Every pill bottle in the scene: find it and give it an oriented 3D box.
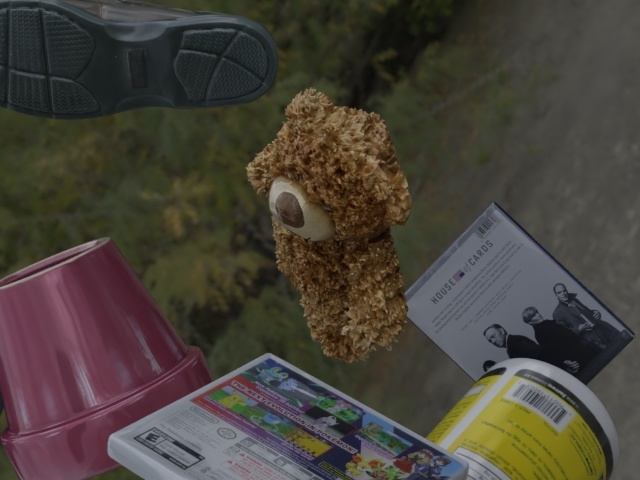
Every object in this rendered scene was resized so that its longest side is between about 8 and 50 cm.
[{"bbox_3d":[0.170,0.294,1.661,0.334,0.188,0.188,-41,-7,-36],"label":"pill bottle"}]

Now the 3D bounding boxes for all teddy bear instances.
[{"bbox_3d":[0.000,0.000,1.455,0.338,0.113,0.245,131,124,-76],"label":"teddy bear"}]

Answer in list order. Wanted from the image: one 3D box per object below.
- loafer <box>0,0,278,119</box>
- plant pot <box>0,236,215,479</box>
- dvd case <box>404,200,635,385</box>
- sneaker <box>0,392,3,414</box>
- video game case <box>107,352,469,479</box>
[{"bbox_3d":[-0.167,-0.149,1.205,0.084,0.267,0.096,-95,9,-68],"label":"loafer"},{"bbox_3d":[-0.214,0.103,1.385,0.201,0.180,0.201,-22,7,3],"label":"plant pot"},{"bbox_3d":[0.237,0.096,1.865,0.179,0.238,0.029,-47,-2,12],"label":"dvd case"},{"bbox_3d":[-0.433,0.233,1.604,0.130,0.322,0.236,-6,80,34],"label":"sneaker"},{"bbox_3d":[-0.022,0.162,1.119,0.183,0.201,0.023,-25,-48,-47],"label":"video game case"}]
